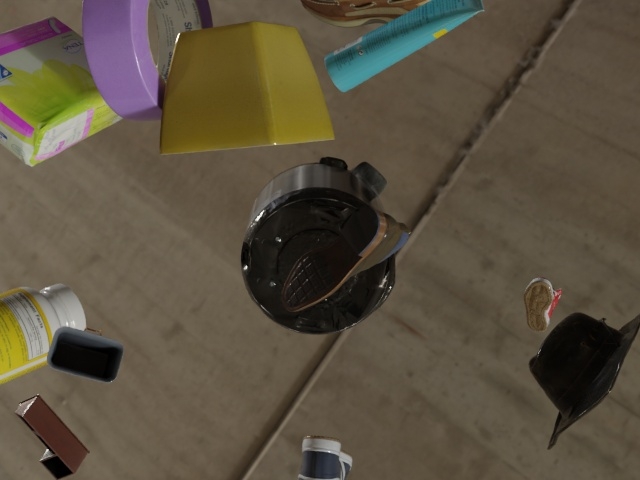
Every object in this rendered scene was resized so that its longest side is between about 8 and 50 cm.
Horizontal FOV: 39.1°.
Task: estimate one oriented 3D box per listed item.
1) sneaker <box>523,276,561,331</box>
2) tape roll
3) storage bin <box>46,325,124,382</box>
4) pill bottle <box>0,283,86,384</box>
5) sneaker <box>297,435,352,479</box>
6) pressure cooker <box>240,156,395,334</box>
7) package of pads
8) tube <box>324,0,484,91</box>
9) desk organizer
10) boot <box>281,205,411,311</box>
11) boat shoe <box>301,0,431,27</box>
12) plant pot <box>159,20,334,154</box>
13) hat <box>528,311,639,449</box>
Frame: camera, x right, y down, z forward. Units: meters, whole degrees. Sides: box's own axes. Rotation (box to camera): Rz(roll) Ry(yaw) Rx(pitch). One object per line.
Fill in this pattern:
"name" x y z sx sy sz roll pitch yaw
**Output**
"sneaker" 0.327 0.075 1.321 0.042 0.067 0.118 17 146 21
"tape roll" -0.271 -0.332 1.460 0.090 0.274 0.275 0 166 20
"storage bin" -0.458 0.220 1.743 0.135 0.098 0.091 19 160 -18
"pill bottle" -0.696 0.213 1.980 0.188 0.188 0.334 35 -142 29
"sneaker" 0.005 0.493 1.814 0.099 0.153 0.282 1 157 8
"pressure cooker" -0.003 -0.005 2.226 0.370 0.375 0.420 -4 -162 0
"package of pads" -0.485 -0.270 1.591 0.229 0.101 0.296 37 -143 5
"tube" 0.103 -0.252 1.104 0.052 0.207 0.080 45 -149 -37
"desk organizer" -0.427 0.309 1.411 0.130 0.047 0.050 55 -152 -19
"boot" 0.042 0.039 1.359 0.106 0.219 0.082 10 -135 -50
"boat shoe" 0.102 -0.491 1.753 0.324 0.122 0.120 13 156 29
"plant pot" -0.120 -0.240 1.425 0.212 0.187 0.212 -2 -173 26
"hat" 0.480 0.227 1.712 0.134 0.331 0.331 37 180 10
